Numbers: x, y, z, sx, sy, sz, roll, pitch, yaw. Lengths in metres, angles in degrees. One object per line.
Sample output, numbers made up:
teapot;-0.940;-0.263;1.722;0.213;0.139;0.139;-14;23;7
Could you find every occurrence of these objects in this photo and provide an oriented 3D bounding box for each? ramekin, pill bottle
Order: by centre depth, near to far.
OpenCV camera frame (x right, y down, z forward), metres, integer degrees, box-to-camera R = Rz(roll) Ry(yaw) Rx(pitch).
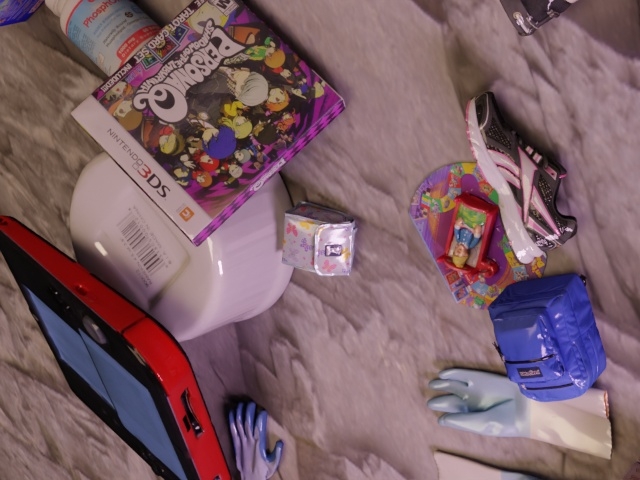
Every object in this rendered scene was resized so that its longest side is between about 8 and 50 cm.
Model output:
pill bottle;-0.258;-0.259;1.461;0.160;0.087;0.087;43;128;14
ramekin;-0.177;-0.010;1.473;0.277;0.135;0.277;14;116;31

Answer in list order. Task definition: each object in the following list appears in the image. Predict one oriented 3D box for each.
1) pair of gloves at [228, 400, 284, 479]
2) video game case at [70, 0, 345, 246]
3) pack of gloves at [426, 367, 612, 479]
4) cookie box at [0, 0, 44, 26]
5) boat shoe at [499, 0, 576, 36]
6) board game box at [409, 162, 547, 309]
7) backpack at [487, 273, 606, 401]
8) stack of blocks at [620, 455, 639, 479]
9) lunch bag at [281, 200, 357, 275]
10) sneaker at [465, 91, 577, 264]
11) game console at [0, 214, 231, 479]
pair of gloves;-0.130;0.280;1.630;0.198;0.023;0.159;10;114;34
video game case;-0.126;-0.145;1.347;0.232;0.042;0.210;-43;77;-5
pack of gloves;0.211;0.246;1.341;0.232;0.046;0.195;5;109;39
cookie box;-0.403;-0.309;1.535;0.092;0.107;0.040;-33;86;39
boat shoe;0.152;-0.301;1.144;0.079;0.084;0.233;-38;86;36
board game box;0.161;0.001;1.294;0.133;0.033;0.168;-27;92;40
backpack;0.231;0.109;1.244;0.098;0.101;0.120;-9;111;43
stack of blocks;0.366;0.384;1.263;0.171;0.087;0.297;25;122;26
lunch bag;0.000;0.000;1.401;0.083;0.053;0.071;16;119;20
sneaker;0.208;-0.071;1.221;0.077;0.072;0.178;-22;94;17
game console;-0.267;0.169;1.543;0.342;0.060;0.386;30;150;30
